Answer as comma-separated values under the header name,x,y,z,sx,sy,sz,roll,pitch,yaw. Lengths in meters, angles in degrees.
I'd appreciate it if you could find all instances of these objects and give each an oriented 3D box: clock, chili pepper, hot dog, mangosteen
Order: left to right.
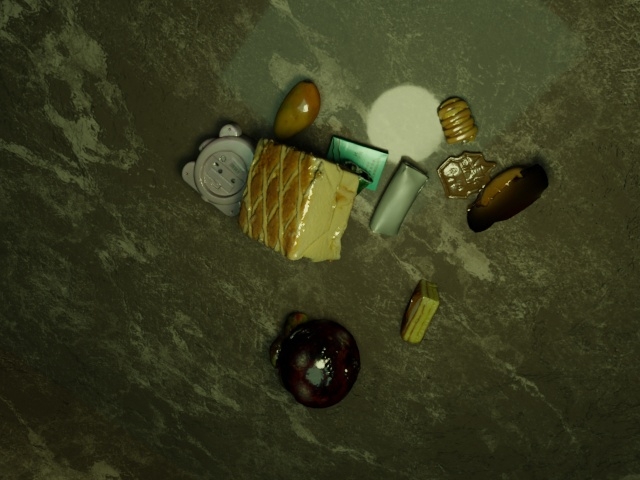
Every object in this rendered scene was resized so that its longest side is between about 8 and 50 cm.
name,x,y,z,sx,sy,sz,roll,pitch,yaw
clock,-0.368,-0.287,1.913,0.296,0.113,0.322,41,111,-9
mangosteen,-0.017,0.520,2.092,0.381,0.421,0.380,-16,120,-29
chili pepper,0.072,-0.189,1.873,0.136,0.099,0.270,15,134,-34
hot dog,0.688,-0.184,1.799,0.326,0.107,0.194,-28,123,23

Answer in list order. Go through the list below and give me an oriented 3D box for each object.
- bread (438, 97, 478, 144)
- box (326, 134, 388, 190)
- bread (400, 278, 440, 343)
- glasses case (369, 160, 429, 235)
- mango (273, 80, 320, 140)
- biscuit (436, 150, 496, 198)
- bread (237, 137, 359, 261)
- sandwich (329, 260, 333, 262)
name,x,y,z,sx,sy,sz,roll,pitch,yaw
bread,0.503,-0.434,1.738,0.119,0.084,0.177,-23,104,16
box,0.136,-0.305,1.866,0.227,0.042,0.160,18,116,-1
bread,0.417,0.301,2.008,0.111,0.184,0.234,19,113,4
glasses case,0.310,-0.161,1.883,0.128,0.083,0.308,23,114,-8
mango,-0.089,-0.480,1.786,0.139,0.113,0.253,36,115,-7
biscuit,0.573,-0.257,1.827,0.215,0.034,0.182,-21,109,16
bread,-0.081,-0.148,1.745,0.371,0.279,0.389,25,108,39
sandwich,-0.009,-0.002,1.989,0.185,0.109,0.159,4,114,13
